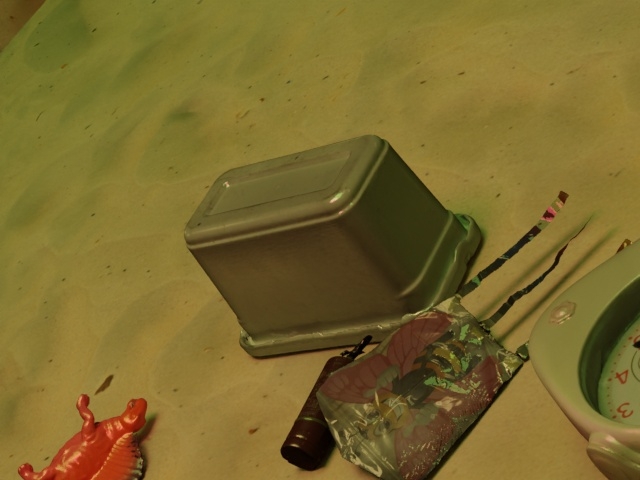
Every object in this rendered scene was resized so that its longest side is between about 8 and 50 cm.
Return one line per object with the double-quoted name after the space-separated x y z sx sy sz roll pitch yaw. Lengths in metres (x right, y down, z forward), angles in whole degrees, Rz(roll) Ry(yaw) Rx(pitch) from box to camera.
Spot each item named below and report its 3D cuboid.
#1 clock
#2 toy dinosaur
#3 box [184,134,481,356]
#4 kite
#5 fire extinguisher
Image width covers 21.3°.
0.330 0.107 1.430 0.265 0.108 0.324 -33 28 9 "clock"
-0.289 0.300 1.979 0.139 0.070 0.286 29 71 38 "toy dinosaur"
0.000 0.000 1.921 0.312 0.182 0.175 -11 38 42 "box"
0.157 0.100 1.721 0.360 0.022 0.204 -41 39 -4 "kite"
0.005 0.173 1.807 0.078 0.045 0.157 -39 18 53 "fire extinguisher"
